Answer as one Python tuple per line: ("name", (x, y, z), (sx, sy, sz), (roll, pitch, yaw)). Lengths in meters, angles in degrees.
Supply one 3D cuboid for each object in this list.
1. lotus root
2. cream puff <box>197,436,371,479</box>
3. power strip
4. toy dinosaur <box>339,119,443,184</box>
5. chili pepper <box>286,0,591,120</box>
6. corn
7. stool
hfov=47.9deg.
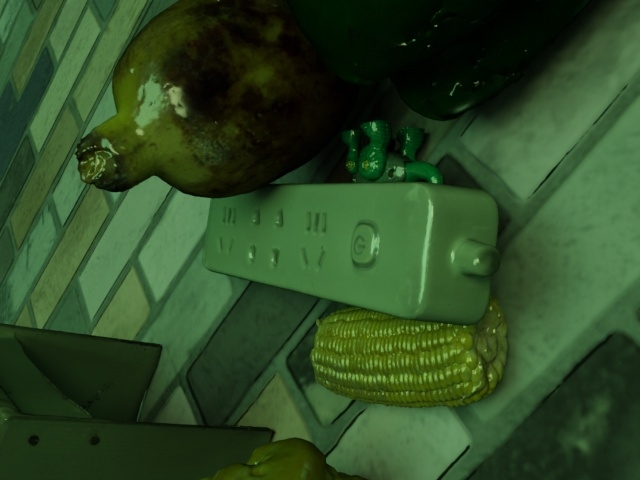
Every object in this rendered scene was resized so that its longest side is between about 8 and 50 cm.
("lotus root", (-0.067, -0.128, 0.600), (0.169, 0.314, 0.141), (48, 142, -5))
("cream puff", (-0.028, 0.253, 0.530), (0.195, 0.195, 0.220), (-4, 89, 47))
("power strip", (0.000, 0.000, 0.576), (0.385, 0.062, 0.091), (6, 88, 60))
("toy dinosaur", (0.054, -0.047, 0.599), (0.132, 0.059, 0.096), (-1, 87, 55))
("chili pepper", (0.087, -0.227, 0.485), (0.256, 0.233, 0.248), (-57, 28, 24))
("corn", (0.062, 0.081, 0.543), (0.165, 0.063, 0.085), (-9, 85, 47))
("stool", (-0.233, 0.199, 0.677), (0.244, 0.270, 0.170), (20, 94, 47))
